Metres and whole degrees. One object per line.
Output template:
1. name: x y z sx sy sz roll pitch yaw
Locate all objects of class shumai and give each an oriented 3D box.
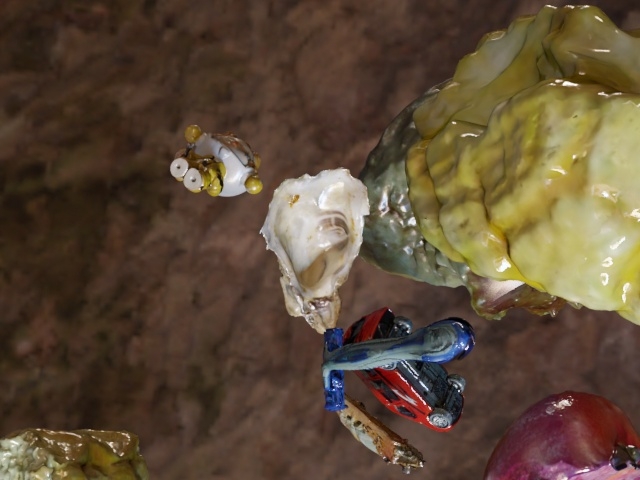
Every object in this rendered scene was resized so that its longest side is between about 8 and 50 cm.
1. shumai: 0.263 -0.043 1.889 0.323 0.397 0.324 47 -21 43

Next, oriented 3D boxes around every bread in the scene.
1. bread: -0.382 0.387 1.937 0.252 0.196 0.239 -3 89 -57

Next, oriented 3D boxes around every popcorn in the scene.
1. popcorn: 0.245 -0.051 1.120 0.293 0.292 0.334 -30 -163 27

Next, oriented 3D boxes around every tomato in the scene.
1. tomato: 0.388 0.362 2.197 0.289 0.335 0.176 -35 -115 25

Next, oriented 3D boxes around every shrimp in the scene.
1. shrimp: 0.072 0.259 1.754 0.043 0.184 0.091 -44 142 -16

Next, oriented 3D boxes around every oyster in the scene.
1. oyster: -0.012 0.010 1.820 0.107 0.161 0.233 -125 -153 -63

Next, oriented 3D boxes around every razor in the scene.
1. razor: 0.058 0.117 1.330 0.324 0.056 0.093 155 -65 -65

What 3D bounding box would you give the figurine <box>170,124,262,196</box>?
1. figurine: -0.112 -0.076 1.421 0.068 0.101 0.143 -53 -167 20

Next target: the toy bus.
1. toy bus: 0.117 0.188 1.824 0.089 0.195 0.081 -25 -154 41
